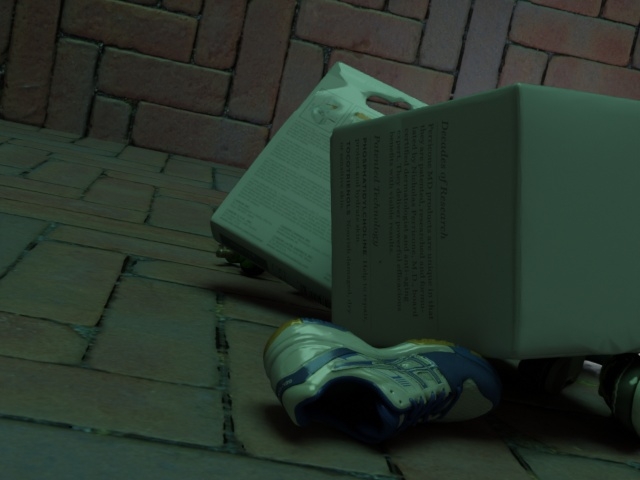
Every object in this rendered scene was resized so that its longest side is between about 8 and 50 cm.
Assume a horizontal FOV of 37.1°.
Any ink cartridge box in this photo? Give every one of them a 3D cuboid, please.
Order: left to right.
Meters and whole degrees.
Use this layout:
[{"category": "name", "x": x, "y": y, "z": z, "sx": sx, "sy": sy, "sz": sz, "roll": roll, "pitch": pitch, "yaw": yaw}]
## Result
[{"category": "ink cartridge box", "x": 0.050, "y": -0.086, "z": 1.597, "sx": 0.308, "sy": 0.385, "sz": 0.091, "roll": 29, "pitch": -22, "yaw": 17}]

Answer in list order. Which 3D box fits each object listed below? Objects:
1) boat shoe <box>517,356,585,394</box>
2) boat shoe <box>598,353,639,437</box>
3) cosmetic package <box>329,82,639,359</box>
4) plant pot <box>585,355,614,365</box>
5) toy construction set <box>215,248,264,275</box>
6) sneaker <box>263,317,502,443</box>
[{"category": "boat shoe", "x": 0.360, "y": 0.179, "z": 1.455, "sx": 0.065, "sy": 0.075, "sz": 0.206, "roll": 20, "pitch": 16, "yaw": 27}, {"category": "boat shoe", "x": 0.430, "y": 0.203, "z": 1.306, "sx": 0.091, "sy": 0.109, "sz": 0.305, "roll": 16, "pitch": 4, "yaw": 27}, {"category": "cosmetic package", "x": 0.252, "y": -0.010, "z": 1.327, "sx": 0.329, "sy": 0.327, "sz": 0.393, "roll": 2, "pitch": -4, "yaw": -33}, {"category": "plant pot", "x": 0.454, "y": 0.085, "z": 1.643, "sx": 0.255, "sy": 0.272, "sz": 0.271, "roll": 35, "pitch": 21, "yaw": 35}, {"category": "toy construction set", "x": 0.009, "y": -0.052, "z": 1.785, "sx": 0.257, "sy": 0.309, "sz": 0.237, "roll": 27, "pitch": 10, "yaw": 34}, {"category": "sneaker", "x": 0.079, "y": 0.180, "z": 1.064, "sx": 0.296, "sy": 0.112, "sz": 0.131, "roll": 10, "pitch": 30, "yaw": -20}]
